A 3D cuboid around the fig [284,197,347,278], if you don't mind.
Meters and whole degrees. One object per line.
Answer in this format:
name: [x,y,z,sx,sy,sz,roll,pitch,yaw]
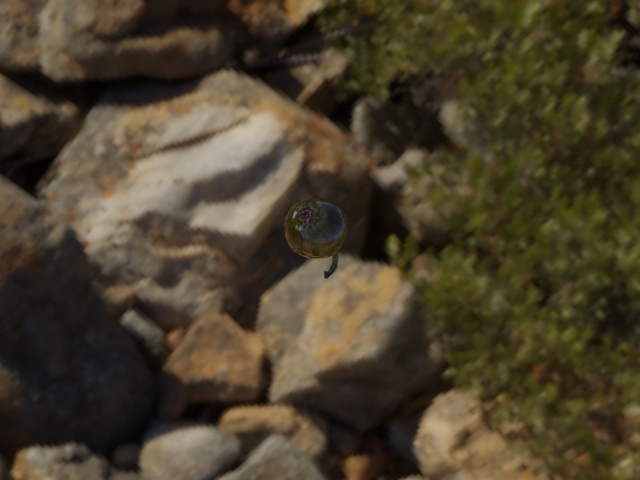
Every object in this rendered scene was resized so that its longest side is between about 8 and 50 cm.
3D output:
fig: [0.000,0.000,1.329,0.050,0.083,0.050,-8,54,11]
